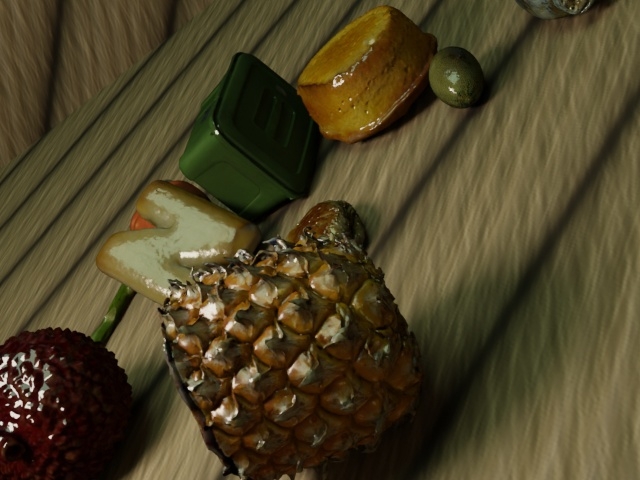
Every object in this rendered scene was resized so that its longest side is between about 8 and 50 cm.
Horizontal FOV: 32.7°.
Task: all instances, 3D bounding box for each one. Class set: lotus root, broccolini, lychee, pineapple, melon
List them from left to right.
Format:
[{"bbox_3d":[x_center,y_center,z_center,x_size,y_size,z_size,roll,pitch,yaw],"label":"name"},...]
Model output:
[{"bbox_3d":[-0.474,0.295,1.904,0.306,0.306,0.330,-29,4,23],"label":"lychee"},{"bbox_3d":[-0.488,0.191,2.296,0.078,0.074,0.392,-10,41,35],"label":"broccolini"},{"bbox_3d":[-0.033,0.143,1.472,0.300,0.352,0.352,-27,27,0],"label":"pineapple"},{"bbox_3d":[0.254,-0.303,2.032,0.099,0.099,0.162,-33,31,16],"label":"melon"},{"bbox_3d":[0.420,-0.524,2.066,0.175,0.175,0.349,-35,24,13],"label":"lotus root"}]

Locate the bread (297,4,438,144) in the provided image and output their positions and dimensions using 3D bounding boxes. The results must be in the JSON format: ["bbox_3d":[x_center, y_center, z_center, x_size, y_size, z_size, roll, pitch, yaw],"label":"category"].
[{"bbox_3d":[0.098,-0.339,2.208,0.312,0.172,0.312,-34,27,20],"label":"bread"}]

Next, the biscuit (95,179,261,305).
[{"bbox_3d":[-0.284,0.014,2.157,0.290,0.062,0.237,27,72,27],"label":"biscuit"}]

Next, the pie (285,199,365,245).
[{"bbox_3d":[0.000,0.000,1.942,0.163,0.079,0.193,-43,28,8],"label":"pie"}]

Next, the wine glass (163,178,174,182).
[{"bbox_3d":[-0.335,-0.083,2.528,0.066,0.066,0.198,-42,29,-1],"label":"wine glass"}]

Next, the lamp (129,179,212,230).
[{"bbox_3d":[-0.317,-0.042,2.324,0.187,0.164,0.188,-30,27,17],"label":"lamp"}]

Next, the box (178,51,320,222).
[{"bbox_3d":[-0.147,-0.209,2.279,0.178,0.252,0.329,-40,23,34],"label":"box"}]
